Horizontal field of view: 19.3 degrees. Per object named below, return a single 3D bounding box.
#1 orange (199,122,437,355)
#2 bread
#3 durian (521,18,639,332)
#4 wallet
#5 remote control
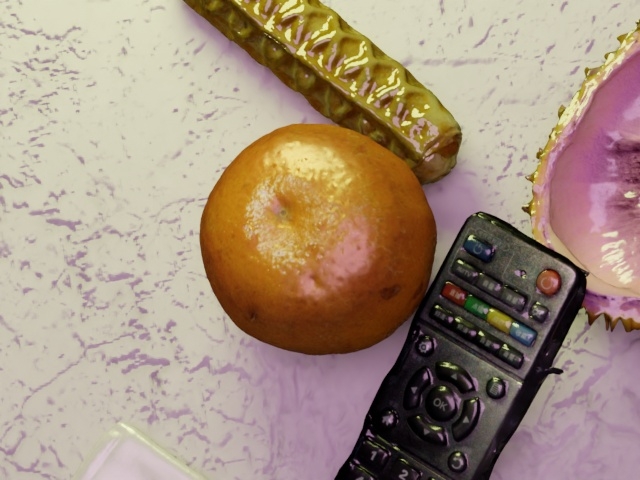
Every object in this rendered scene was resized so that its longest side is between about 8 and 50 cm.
[{"bbox_3d":[0.000,0.000,1.747,0.224,0.170,0.224,-5,74,17],"label":"orange"},{"bbox_3d":[-0.010,-0.185,1.829,0.367,0.084,0.077,41,48,15],"label":"bread"},{"bbox_3d":[0.300,-0.065,1.745,0.191,0.112,0.341,11,81,25],"label":"durian"},{"bbox_3d":[-0.156,0.267,1.791,0.183,0.032,0.124,33,86,14],"label":"wallet"},{"bbox_3d":[0.111,0.176,1.707,0.144,0.062,0.399,31,101,22],"label":"remote control"}]
